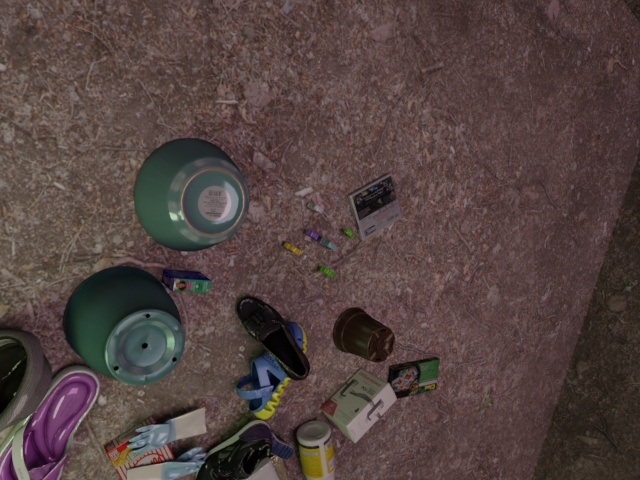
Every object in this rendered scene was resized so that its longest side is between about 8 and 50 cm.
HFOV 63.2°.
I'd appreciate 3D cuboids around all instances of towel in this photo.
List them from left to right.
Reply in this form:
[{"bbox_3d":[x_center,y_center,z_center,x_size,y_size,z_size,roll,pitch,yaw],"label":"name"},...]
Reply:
[{"bbox_3d":[-0.163,0.794,1.745,0.110,0.027,0.148,-25,113,-28],"label":"towel"}]

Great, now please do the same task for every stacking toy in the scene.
[{"bbox_3d":[0.000,0.000,1.680,0.221,0.052,0.167,35,81,-37],"label":"stacking toy"}]

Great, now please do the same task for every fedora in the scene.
[{"bbox_3d":[-0.718,0.338,1.168,0.276,0.243,0.124,-60,155,-20],"label":"fedora"}]

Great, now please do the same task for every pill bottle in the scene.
[{"bbox_3d":[-0.011,0.739,1.783,0.119,0.119,0.209,-18,110,-31],"label":"pill bottle"}]

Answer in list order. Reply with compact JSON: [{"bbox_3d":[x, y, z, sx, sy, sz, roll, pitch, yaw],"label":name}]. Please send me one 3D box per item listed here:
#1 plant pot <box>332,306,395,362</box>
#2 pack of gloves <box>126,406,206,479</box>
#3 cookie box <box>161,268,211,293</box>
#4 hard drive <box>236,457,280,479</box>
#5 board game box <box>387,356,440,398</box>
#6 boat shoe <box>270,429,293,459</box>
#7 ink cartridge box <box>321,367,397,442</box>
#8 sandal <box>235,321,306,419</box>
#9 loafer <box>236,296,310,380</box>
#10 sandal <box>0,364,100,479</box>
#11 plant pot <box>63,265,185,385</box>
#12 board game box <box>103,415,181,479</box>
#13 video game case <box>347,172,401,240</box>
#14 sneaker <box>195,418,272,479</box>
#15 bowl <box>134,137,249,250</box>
[{"bbox_3d":[0.157,0.331,1.786,0.166,0.165,0.167,-8,104,-34],"label":"plant pot"},{"bbox_3d":[-0.419,0.595,1.454,0.232,0.046,0.195,-7,103,-36],"label":"pack of gloves"},{"bbox_3d":[-0.365,0.112,1.417,0.107,0.091,0.040,7,98,-36],"label":"cookie box"},{"bbox_3d":[-0.210,0.851,1.676,0.203,0.040,0.308,-31,127,-23],"label":"hard drive"},{"bbox_3d":[0.371,0.548,2.068,0.259,0.030,0.136,0,97,-35],"label":"board game box"},{"bbox_3d":[-0.171,0.647,1.682,0.066,0.066,0.183,-50,116,-12],"label":"boat shoe"},{"bbox_3d":[0.136,0.573,1.826,0.218,0.158,0.092,-37,118,-24],"label":"ink cartridge box"},{"bbox_3d":[-0.154,0.394,1.612,0.138,0.126,0.318,32,80,-31],"label":"sandal"},{"bbox_3d":[-0.132,0.285,1.536,0.109,0.095,0.303,-39,89,-13],"label":"loafer"},{"bbox_3d":[-0.681,0.508,1.272,0.169,0.102,0.417,26,85,-36],"label":"sandal"},{"bbox_3d":[-0.459,0.222,1.274,0.271,0.255,0.272,-8,104,-34],"label":"plant pot"},{"bbox_3d":[-0.497,0.614,1.460,0.146,0.045,0.194,-29,115,-27],"label":"board game box"},{"bbox_3d":[0.191,-0.117,1.804,0.190,0.022,0.173,-30,116,-26],"label":"video game case"},{"bbox_3d":[-0.263,0.667,1.552,0.283,0.124,0.107,-43,114,3],"label":"sneaker"},{"bbox_3d":[-0.312,-0.110,1.365,0.311,0.163,0.312,-7,103,-33],"label":"bowl"}]
